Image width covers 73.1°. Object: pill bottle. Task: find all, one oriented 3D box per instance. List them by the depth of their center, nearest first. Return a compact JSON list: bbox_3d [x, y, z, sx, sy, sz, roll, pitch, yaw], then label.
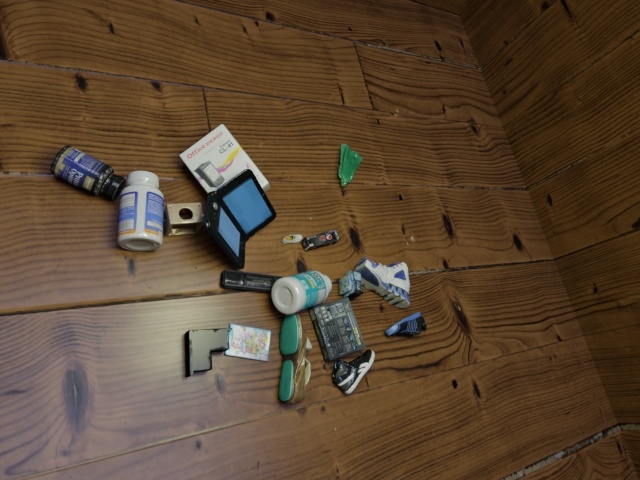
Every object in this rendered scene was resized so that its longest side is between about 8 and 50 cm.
[{"bbox_3d":[-0.830,-0.238,1.554,0.219,0.123,0.122,29,58,-14],"label":"pill bottle"},{"bbox_3d":[-0.653,-0.109,1.577,0.153,0.152,0.271,5,66,-27],"label":"pill bottle"},{"bbox_3d":[-0.064,0.201,1.742,0.264,0.146,0.146,-9,72,-55],"label":"pill bottle"}]

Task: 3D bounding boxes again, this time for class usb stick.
[{"bbox_3d":[-0.263,0.166,1.734,0.278,0.045,0.077,9,58,-25],"label":"usb stick"}]

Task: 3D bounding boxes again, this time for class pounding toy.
[{"bbox_3d":[-0.481,-0.098,1.647,0.206,0.181,0.094,-6,72,-30],"label":"pounding toy"}]

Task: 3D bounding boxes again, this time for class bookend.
[{"bbox_3d":[-0.398,0.398,1.543,0.158,0.072,0.156,2,69,-29],"label":"bookend"}]

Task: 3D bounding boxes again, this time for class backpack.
[{"bbox_3d":[0.133,0.192,1.901,0.084,0.105,0.114,17,57,-23],"label":"backpack"}]

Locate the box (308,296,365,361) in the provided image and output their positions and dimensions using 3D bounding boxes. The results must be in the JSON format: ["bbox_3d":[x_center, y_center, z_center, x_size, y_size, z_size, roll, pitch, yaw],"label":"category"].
[{"bbox_3d":[0.069,0.371,1.816,0.184,0.059,0.232,-11,74,-31],"label":"box"}]

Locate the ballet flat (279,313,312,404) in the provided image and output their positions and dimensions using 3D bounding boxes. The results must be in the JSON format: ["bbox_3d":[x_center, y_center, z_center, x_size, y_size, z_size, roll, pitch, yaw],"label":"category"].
[{"bbox_3d":[-0.088,0.455,1.675,0.124,0.116,0.341,22,58,-42],"label":"ballet flat"}]

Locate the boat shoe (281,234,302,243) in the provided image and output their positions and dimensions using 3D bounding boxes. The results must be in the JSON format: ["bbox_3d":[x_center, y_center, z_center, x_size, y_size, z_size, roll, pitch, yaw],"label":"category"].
[{"bbox_3d":[-0.120,-0.010,1.893,0.100,0.035,0.035,-9,73,-31],"label":"boat shoe"}]

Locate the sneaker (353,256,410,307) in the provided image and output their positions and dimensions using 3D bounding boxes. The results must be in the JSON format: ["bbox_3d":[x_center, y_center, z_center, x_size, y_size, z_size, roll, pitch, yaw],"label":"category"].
[{"bbox_3d":[0.305,0.160,2.009,0.316,0.127,0.182,38,52,-17],"label":"sneaker"}]

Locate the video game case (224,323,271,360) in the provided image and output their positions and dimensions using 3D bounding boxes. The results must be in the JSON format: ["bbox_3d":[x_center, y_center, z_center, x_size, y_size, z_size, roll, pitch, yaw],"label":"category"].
[{"bbox_3d":[-0.275,0.390,1.648,0.167,0.015,0.119,15,63,-22],"label":"video game case"}]

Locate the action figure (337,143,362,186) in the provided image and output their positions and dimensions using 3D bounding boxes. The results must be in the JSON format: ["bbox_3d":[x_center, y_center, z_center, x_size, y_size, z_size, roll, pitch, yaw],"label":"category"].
[{"bbox_3d":[0.133,-0.362,2.167,0.137,0.063,0.232,27,55,-18],"label":"action figure"}]

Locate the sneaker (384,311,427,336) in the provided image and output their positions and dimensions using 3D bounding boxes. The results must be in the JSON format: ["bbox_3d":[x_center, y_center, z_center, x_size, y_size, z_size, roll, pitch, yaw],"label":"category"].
[{"bbox_3d":[0.397,0.403,1.966,0.233,0.081,0.090,-16,70,-34],"label":"sneaker"}]

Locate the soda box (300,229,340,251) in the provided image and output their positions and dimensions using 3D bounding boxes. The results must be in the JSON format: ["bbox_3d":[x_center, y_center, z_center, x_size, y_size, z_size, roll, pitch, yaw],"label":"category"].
[{"bbox_3d":[0.000,0.000,1.939,0.169,0.060,0.053,-14,75,-31],"label":"soda box"}]

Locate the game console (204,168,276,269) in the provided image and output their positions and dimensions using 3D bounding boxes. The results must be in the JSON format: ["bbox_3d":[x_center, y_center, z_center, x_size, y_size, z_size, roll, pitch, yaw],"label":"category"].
[{"bbox_3d":[-0.292,-0.077,1.651,0.174,0.293,0.250,-15,49,11],"label":"game console"}]

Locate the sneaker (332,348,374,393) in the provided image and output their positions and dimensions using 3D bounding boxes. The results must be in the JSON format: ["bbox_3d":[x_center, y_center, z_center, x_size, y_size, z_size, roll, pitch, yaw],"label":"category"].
[{"bbox_3d":[0.130,0.507,1.776,0.121,0.079,0.217,45,57,-6],"label":"sneaker"}]

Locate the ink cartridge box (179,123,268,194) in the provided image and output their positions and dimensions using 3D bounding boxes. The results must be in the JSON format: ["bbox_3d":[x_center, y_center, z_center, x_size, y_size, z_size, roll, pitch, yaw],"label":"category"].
[{"bbox_3d":[-0.385,-0.278,1.760,0.226,0.131,0.306,-38,91,-5],"label":"ink cartridge box"}]
